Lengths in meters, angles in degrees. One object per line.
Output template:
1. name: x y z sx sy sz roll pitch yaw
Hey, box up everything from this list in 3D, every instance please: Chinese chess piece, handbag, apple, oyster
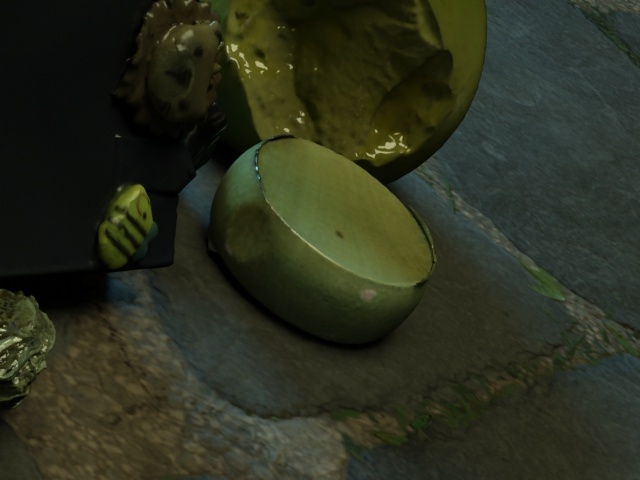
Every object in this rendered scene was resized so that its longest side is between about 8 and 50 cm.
1. Chinese chess piece: 0.000 0.000 1.596 0.188 0.083 0.188 29 27 -17
2. handbag: -0.194 -0.126 1.328 0.122 0.303 0.329 15 11 36
3. apple: 0.018 -0.179 1.739 0.279 0.279 0.279 26 28 -15
4. oyster: -0.230 0.073 1.242 0.125 0.064 0.177 33 33 33

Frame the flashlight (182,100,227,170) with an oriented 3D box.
1. flashlight: -0.225 -0.209 1.677 0.103 0.103 0.424 1 40 -47
